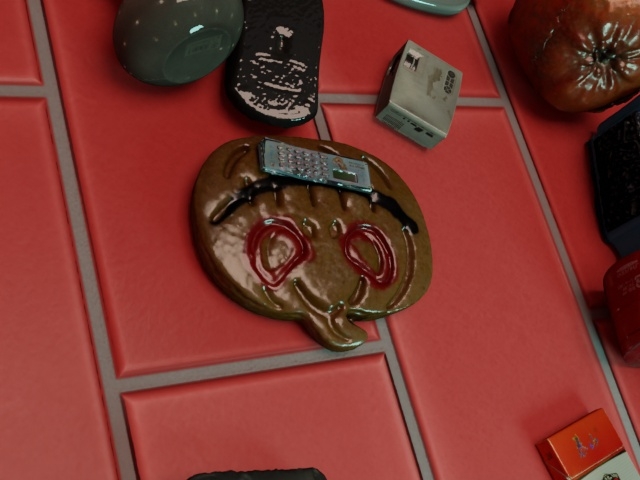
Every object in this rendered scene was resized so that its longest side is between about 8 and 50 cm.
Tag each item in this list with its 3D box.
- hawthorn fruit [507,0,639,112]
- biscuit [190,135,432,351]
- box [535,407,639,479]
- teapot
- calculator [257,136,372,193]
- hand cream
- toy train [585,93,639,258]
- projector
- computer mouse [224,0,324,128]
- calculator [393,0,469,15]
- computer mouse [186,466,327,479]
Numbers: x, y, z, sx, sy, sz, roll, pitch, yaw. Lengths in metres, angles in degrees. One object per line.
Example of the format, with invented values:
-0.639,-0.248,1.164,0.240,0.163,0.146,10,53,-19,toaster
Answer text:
0.450,-0.384,1.621,0.276,0.276,0.307,6,34,-28,hawthorn fruit
0.001,-0.001,1.264,0.368,0.063,0.314,3,63,-30,biscuit
0.420,0.379,1.332,0.139,0.035,0.245,-16,76,-35,box
-0.226,-0.340,1.245,0.184,0.183,0.251,-20,67,-36,teapot
-0.006,-0.104,1.269,0.172,0.018,0.057,11,56,-26,calculator
0.567,0.098,1.444,0.230,0.230,0.149,5,63,-28,hand cream
0.616,-0.105,1.606,0.265,0.188,0.300,10,63,-21,toy train
0.156,-0.233,1.473,0.115,0.061,0.147,29,55,-16,projector
-0.067,-0.280,1.349,0.138,0.086,0.269,10,69,-16,computer mouse
0.175,-0.483,1.626,0.295,0.042,0.184,8,62,-24,calculator
-0.089,0.348,1.022,0.295,0.087,0.168,5,56,-42,computer mouse
